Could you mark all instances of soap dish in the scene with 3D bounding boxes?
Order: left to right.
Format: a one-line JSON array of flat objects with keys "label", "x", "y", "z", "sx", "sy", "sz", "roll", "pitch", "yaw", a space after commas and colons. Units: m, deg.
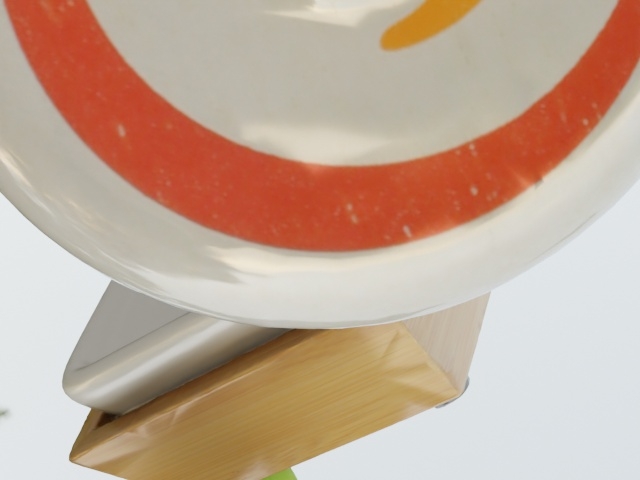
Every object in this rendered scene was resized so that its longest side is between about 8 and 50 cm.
[{"label": "soap dish", "x": 0.000, "y": 0.000, "z": 0.929, "sx": 0.229, "sy": 0.118, "sz": 0.291, "roll": -28, "pitch": -154, "yaw": 35}]

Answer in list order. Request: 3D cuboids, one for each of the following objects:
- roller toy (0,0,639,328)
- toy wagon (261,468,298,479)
[{"label": "roller toy", "x": -0.004, "y": -0.084, "z": 0.395, "sx": 0.146, "sy": 0.191, "sz": 0.209, "roll": -125, "pitch": -123, "yaw": -74}, {"label": "toy wagon", "x": -0.050, "y": 0.277, "z": 1.244, "sx": 0.068, "sy": 0.344, "sz": 0.267, "roll": -24, "pitch": -146, "yaw": -36}]
